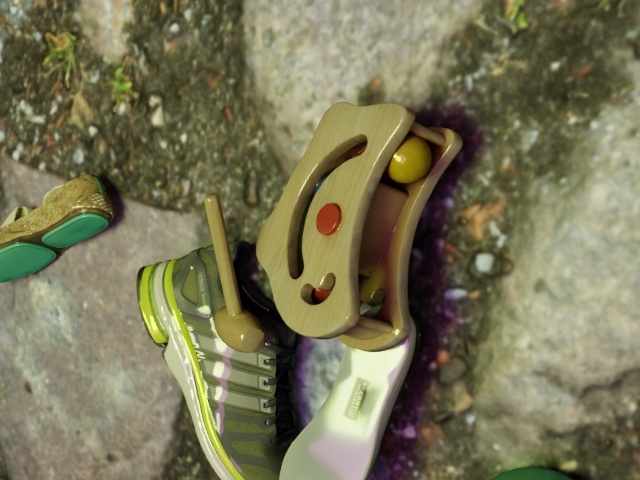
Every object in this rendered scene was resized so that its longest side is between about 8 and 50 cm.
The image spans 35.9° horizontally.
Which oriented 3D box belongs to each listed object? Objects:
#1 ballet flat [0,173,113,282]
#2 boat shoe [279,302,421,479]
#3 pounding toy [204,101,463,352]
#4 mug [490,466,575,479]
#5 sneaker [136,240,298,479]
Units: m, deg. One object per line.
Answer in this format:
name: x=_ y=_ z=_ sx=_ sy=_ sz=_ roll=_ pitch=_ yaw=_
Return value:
ballet flat: x=-0.310 y=-0.015 z=1.104 sx=0.206 sy=0.073 sz=0.067 roll=-23 pitch=60 yaw=26
boat shoe: x=0.034 y=0.164 z=0.930 sx=0.080 sy=0.076 sz=0.228 roll=23 pitch=97 yaw=23
pounding toy: x=0.000 y=0.000 z=0.845 sx=0.154 sy=0.155 sz=0.269 roll=40 pitch=106 yaw=47
mug: x=0.175 y=0.264 z=0.870 sx=0.158 sy=0.097 sz=0.129 roll=5 pitch=101 yaw=27
sneaker: x=-0.068 y=0.136 z=0.974 sx=0.121 sy=0.111 sz=0.299 roll=-29 pitch=89 yaw=19
